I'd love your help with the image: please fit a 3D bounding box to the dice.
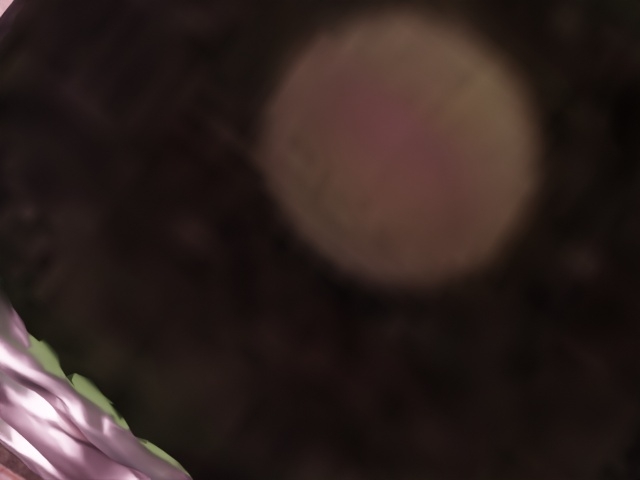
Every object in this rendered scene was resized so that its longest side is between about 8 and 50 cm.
[{"bbox_3d":[0.000,0.000,0.444,0.182,0.181,0.183,40,163,-2],"label":"dice"}]
